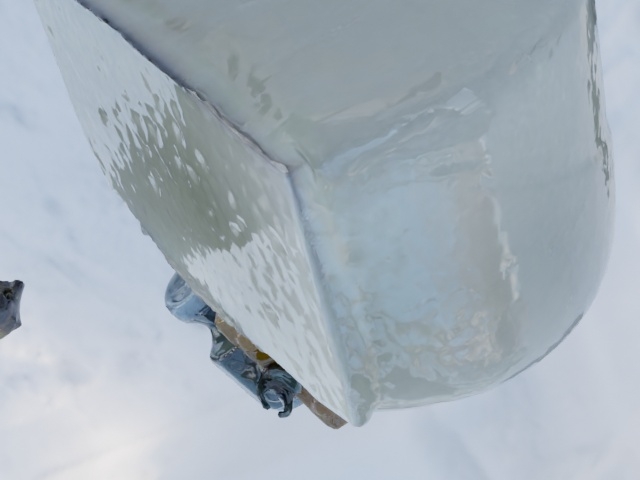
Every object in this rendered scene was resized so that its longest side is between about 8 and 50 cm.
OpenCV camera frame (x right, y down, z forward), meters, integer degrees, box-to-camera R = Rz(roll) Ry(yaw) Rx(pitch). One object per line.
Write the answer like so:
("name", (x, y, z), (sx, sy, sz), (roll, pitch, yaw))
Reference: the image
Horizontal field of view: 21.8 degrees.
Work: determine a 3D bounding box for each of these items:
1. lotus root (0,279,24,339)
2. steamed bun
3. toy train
("lotus root", (-0.258, 0.070, 0.952), (0.108, 0.190, 0.094), (65, 163, 15))
("steamed bun", (0.013, -0.057, 0.626), (0.241, 0.164, 0.146), (39, 151, 47))
("toy train", (0.000, 0.000, 0.825), (0.127, 0.219, 0.089), (-35, 116, 25))
